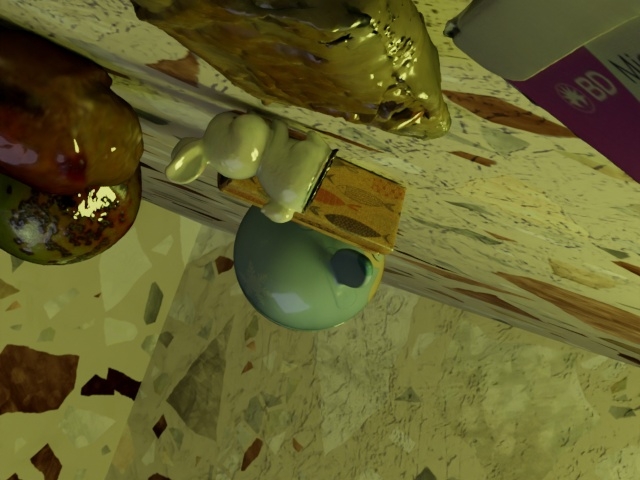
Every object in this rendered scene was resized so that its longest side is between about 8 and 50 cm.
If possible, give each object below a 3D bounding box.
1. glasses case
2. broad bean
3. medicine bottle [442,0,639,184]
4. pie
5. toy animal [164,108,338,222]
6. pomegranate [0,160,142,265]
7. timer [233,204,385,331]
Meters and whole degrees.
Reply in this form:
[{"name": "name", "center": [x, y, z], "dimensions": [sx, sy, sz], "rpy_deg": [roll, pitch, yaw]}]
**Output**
[{"name": "glasses case", "center": [-0.008, -0.044, 1.223], "dimensions": [0.170, 0.065, 0.041], "rpy_deg": [22, 159, -25]}, {"name": "broad bean", "center": [-0.245, -0.107, 1.221], "dimensions": [0.156, 0.122, 0.228], "rpy_deg": [17, 172, 22]}, {"name": "medicine bottle", "center": [0.133, -0.040, 0.379], "dimensions": [0.171, 0.052, 0.201], "rpy_deg": [36, 175, -5]}, {"name": "pie", "center": [-0.006, -0.086, 0.565], "dimensions": [0.128, 0.068, 0.282], "rpy_deg": [21, 178, 10]}, {"name": "toy animal", "center": [-0.055, -0.070, 1.125], "dimensions": [0.124, 0.085, 0.071], "rpy_deg": [26, -166, -3]}, {"name": "pomegranate", "center": [-0.282, -0.092, 1.461], "dimensions": [0.198, 0.246, 0.198], "rpy_deg": [2, -150, -1]}, {"name": "timer", "center": [0.011, -0.004, 1.404], "dimensions": [0.175, 0.175, 0.255], "rpy_deg": [22, 147, -20]}]
